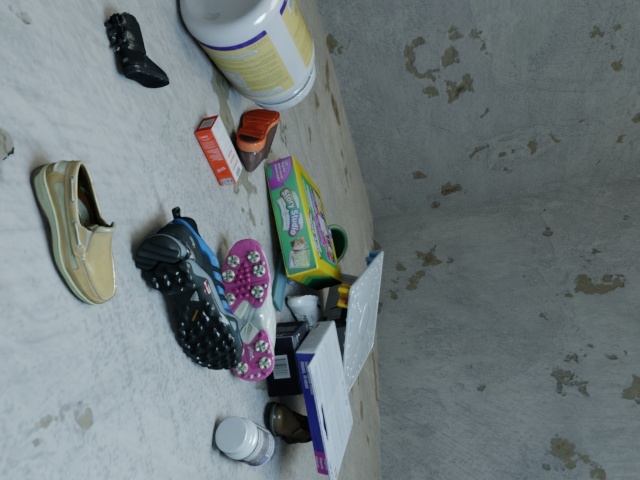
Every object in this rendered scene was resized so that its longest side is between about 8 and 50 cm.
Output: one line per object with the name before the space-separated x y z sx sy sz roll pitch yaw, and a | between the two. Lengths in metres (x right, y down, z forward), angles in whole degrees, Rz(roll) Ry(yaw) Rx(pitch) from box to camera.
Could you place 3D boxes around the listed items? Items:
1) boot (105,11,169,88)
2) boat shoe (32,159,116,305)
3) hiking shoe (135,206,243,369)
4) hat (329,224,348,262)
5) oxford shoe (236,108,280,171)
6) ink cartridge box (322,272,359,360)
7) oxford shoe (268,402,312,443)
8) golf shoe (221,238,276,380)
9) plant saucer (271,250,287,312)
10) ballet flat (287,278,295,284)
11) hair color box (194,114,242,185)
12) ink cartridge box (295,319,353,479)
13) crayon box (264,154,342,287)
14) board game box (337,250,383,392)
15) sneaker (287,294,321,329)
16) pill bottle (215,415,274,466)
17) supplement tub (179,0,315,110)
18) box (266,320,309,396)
boot | -0.307 -0.319 0.753 0.121 0.045 0.099 -32 107 -77
boat shoe | -0.292 -0.006 0.557 0.068 0.072 0.190 -66 146 -66
hiking shoe | -0.200 0.097 0.789 0.132 0.113 0.304 -75 153 -57
hat | 0.000 0.000 1.881 0.208 0.183 0.173 -37 121 -26
oxford shoe | -0.174 -0.287 1.228 0.271 0.096 0.098 -73 172 -51
ink cartridge box | 0.097 0.293 1.696 0.223 0.128 0.308 37 64 -71
oxford shoe | -0.069 0.475 1.159 0.227 0.096 0.083 60 29 -53
golf shoe | -0.157 0.149 0.997 0.140 0.115 0.307 -17 106 -87
plant saucer | -0.120 0.119 1.322 0.192 0.018 0.067 -83 160 -46
ballet flat | -0.088 0.107 1.434 0.114 0.041 0.041 -70 149 -63
hair color box | -0.227 -0.202 1.005 0.072 0.043 0.141 -83 159 -48
ink cartridge box | 0.007 0.415 1.166 0.330 0.071 0.324 -29 110 -75
crayon box | -0.050 -0.042 1.435 0.313 0.106 0.363 39 35 -69
board game box | 0.126 0.265 1.483 0.390 0.050 0.390 -37 134 -64
sneaker | -0.046 0.231 1.432 0.235 0.090 0.095 47 47 -65
pill bottle | -0.151 0.402 0.892 0.137 0.078 0.078 64 22 -52
supplement tub | -0.151 -0.487 1.067 0.331 0.240 0.241 43 41 -70
box | -0.084 0.313 1.195 0.158 0.093 0.156 -24 105 -77
